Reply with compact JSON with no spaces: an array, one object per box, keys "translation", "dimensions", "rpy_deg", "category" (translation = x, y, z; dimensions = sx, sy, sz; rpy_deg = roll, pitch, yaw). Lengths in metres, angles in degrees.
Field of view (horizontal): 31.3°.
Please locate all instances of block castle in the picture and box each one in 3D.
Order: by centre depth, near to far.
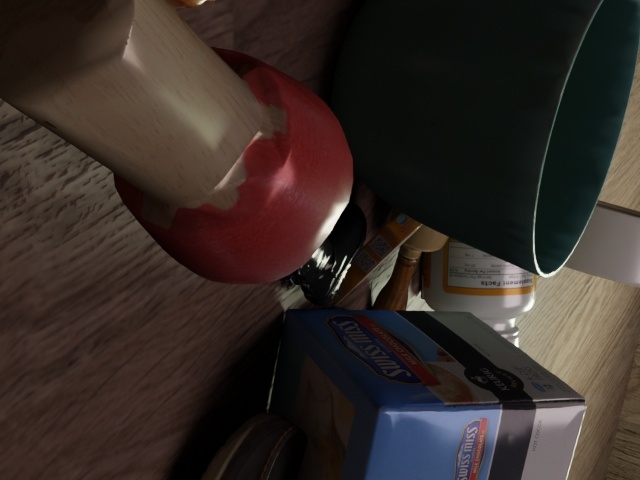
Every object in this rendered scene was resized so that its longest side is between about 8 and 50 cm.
[{"translation":[-0.068,-0.237,0.473],"dimensions":[0.453,0.303,0.213],"rpy_deg":[-68,157,-7],"category":"block castle"}]

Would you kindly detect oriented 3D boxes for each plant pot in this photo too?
[{"translation":[0.152,-0.137,1.114],"dimensions":[0.293,0.235,0.293],"rpy_deg":[-45,145,-45],"category":"plant pot"}]

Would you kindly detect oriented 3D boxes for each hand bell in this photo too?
[{"translation":[0.099,0.025,1.318],"dimensions":[0.126,0.126,0.242],"rpy_deg":[-38,153,-52],"category":"hand bell"}]

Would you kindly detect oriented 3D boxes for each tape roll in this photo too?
[{"translation":[0.427,-0.007,1.751],"dimensions":[0.286,0.286,0.100],"rpy_deg":[0,107,-66],"category":"tape roll"}]

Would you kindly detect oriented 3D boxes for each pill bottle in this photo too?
[{"translation":[0.193,0.018,1.380],"dimensions":[0.136,0.136,0.246],"rpy_deg":[-11,104,-64],"category":"pill bottle"}]

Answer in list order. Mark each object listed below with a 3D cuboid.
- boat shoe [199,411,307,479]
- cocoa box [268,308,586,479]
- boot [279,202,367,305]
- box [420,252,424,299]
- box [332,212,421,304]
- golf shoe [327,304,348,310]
[{"translation":[-0.065,0.336,1.029],"dimensions":[0.132,0.130,0.356],"rpy_deg":[26,80,-68],"category":"boat shoe"},{"translation":[0.075,0.267,1.143],"dimensions":[0.227,0.231,0.347],"rpy_deg":[3,108,-25],"category":"cocoa box"},{"translation":[0.000,0.000,1.121],"dimensions":[0.121,0.045,0.099],"rpy_deg":[-65,151,-16],"category":"boot"},{"translation":[0.179,-0.009,1.525],"dimensions":[0.162,0.029,0.116],"rpy_deg":[-47,145,-41],"category":"box"},{"translation":[0.056,0.015,1.208],"dimensions":[0.136,0.028,0.081],"rpy_deg":[-44,177,38],"category":"box"},{"translation":[0.052,0.129,1.265],"dimensions":[0.077,0.093,0.198],"rpy_deg":[-67,155,-9],"category":"golf shoe"}]
